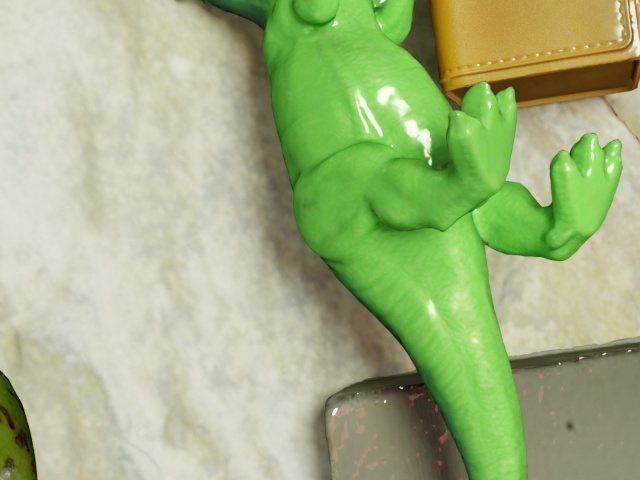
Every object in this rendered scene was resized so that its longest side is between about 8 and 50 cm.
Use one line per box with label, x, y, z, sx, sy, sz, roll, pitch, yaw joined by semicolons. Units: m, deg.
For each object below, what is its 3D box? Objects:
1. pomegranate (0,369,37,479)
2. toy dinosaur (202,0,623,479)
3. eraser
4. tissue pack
pomegranate;-0.274;0.121;0.665;0.202;0.202;0.247;-10;119;-15
toy dinosaur;0.000;0.000;0.750;0.144;0.374;0.499;-11;115;-43
eraser;0.166;0.147;0.856;0.353;0.077;0.111;-7;92;-16
tissue pack;0.147;-0.243;0.795;0.145;0.194;0.274;-8;88;13
